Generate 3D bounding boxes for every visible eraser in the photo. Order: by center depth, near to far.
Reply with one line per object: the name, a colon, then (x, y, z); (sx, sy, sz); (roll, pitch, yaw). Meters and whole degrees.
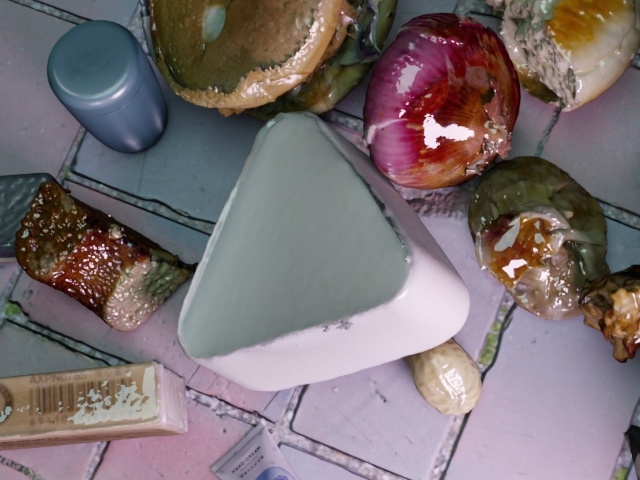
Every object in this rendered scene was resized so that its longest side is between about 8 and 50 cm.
eraser: (0.000, 0.000, 1.797); (0.331, 0.150, 0.331); (-15, 62, 31)
eraser: (-0.339, 0.207, 1.829); (0.343, 0.144, 0.078); (-6, 77, 6)

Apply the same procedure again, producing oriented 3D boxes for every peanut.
peanut: (0.128, 0.124, 1.814); (0.082, 0.082, 0.187); (-28, 73, 0)

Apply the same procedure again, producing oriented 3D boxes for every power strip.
power strip: (-0.460, -0.025, 1.945); (0.256, 0.070, 0.105); (-2, 73, 6)

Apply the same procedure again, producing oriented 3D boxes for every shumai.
shumai: (0.259, -0.011, 1.801); (0.161, 0.153, 0.209); (-18, 77, 10)

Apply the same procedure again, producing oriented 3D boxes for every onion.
onion: (0.159, -0.154, 1.797); (0.230, 0.230, 0.163); (-51, 41, -6)

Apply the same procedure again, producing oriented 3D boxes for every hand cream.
hand cream: (-0.061, 0.295, 1.820); (0.084, 0.053, 0.142); (-42, 64, -3)

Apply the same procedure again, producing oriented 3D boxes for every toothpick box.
toothpick box: (-0.259, -0.186, 1.899); (0.120, 0.184, 0.120); (-3, 70, 9)

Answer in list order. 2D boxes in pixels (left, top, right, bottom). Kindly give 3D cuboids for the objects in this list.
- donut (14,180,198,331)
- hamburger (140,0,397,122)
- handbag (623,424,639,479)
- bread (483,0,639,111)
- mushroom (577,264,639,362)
donut: (-0.271, 0.024, 1.876); (0.144, 0.186, 0.126); (33, 88, 38)
hamburger: (-0.065, -0.286, 1.857); (0.318, 0.195, 0.277); (-11, 84, 32)
handbag: (0.558, 0.265, 1.622); (0.416, 0.180, 0.317); (-19, 109, 2)
bread: (0.282, -0.322, 1.862); (0.192, 0.171, 0.314); (-35, 79, -14)
mushroom: (0.496, -0.015, 1.667); (0.334, 0.331, 0.356); (17, 78, -2)
